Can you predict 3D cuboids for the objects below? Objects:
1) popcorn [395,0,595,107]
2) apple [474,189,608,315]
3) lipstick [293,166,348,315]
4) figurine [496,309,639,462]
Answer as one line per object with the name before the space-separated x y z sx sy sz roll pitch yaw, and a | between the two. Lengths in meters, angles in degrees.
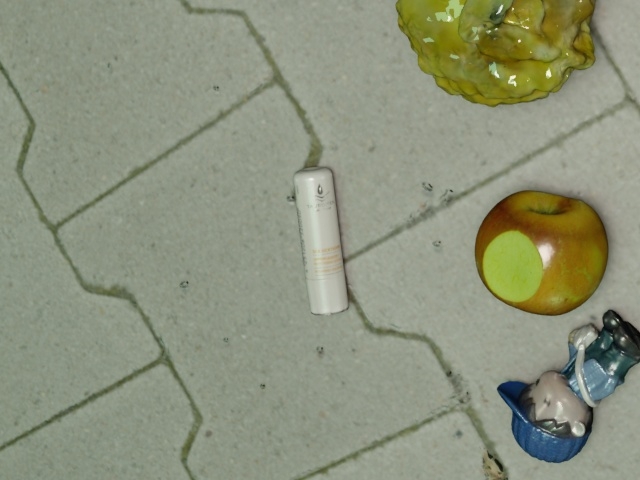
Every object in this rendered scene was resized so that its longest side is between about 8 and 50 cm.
popcorn | 0.149 -0.198 1.079 0.173 0.142 0.173 28 128 42
apple | 0.193 0.007 1.127 0.114 0.099 0.102 34 124 33
lipstick | 0.000 0.000 1.251 0.040 0.040 0.141 -2 103 26
figurine | 0.228 0.131 1.164 0.087 0.086 0.149 32 109 -30
